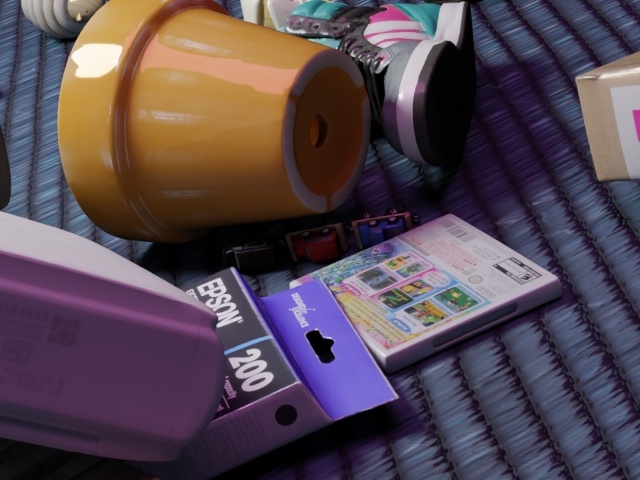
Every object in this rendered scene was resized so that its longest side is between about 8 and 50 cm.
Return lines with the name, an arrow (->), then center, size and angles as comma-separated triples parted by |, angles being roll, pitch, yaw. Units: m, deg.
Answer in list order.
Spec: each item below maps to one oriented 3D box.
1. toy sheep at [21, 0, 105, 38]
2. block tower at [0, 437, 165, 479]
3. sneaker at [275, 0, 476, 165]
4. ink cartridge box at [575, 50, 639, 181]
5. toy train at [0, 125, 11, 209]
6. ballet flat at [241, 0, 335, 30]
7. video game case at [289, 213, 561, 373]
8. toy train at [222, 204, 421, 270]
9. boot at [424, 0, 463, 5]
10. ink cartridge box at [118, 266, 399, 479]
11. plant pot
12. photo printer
toy sheep -> -0.294, -0.271, 2.079 | 0.132, 0.091, 0.091 | 8, 33, 41
block tower -> -0.165, 0.171, 1.070 | 0.097, 0.091, 0.335 | -30, 30, -30
sneaker -> 0.034, -0.138, 1.571 | 0.178, 0.123, 0.295 | -3, 19, 11
ink cartridge box -> 0.338, -0.111, 1.332 | 0.235, 0.088, 0.193 | -1, 16, 45
toy train -> -0.408, -0.040, 1.452 | 0.334, 0.142, 0.190 | -7, 14, 18
ballet flat -> -0.083, -0.180, 1.737 | 0.349, 0.123, 0.123 | -22, 26, -17
video game case -> 0.073, 0.035, 1.319 | 0.143, 0.019, 0.157 | -23, 27, -18
toy train -> 0.000, 0.000, 1.419 | 0.158, 0.027, 0.036 | -10, 29, 9
boot -> 0.220, -0.312, 1.922 | 0.247, 0.083, 0.161 | -16, 31, 9
ink cartridge box -> -0.074, 0.088, 1.233 | 0.208, 0.045, 0.206 | -22, 26, -7
plant pot -> -0.071, -0.094, 1.448 | 0.188, 0.205, 0.205 | 6, 32, 32
photo printer -> -0.219, 0.036, 1.106 | 0.256, 0.107, 0.307 | 15, 2, -21
